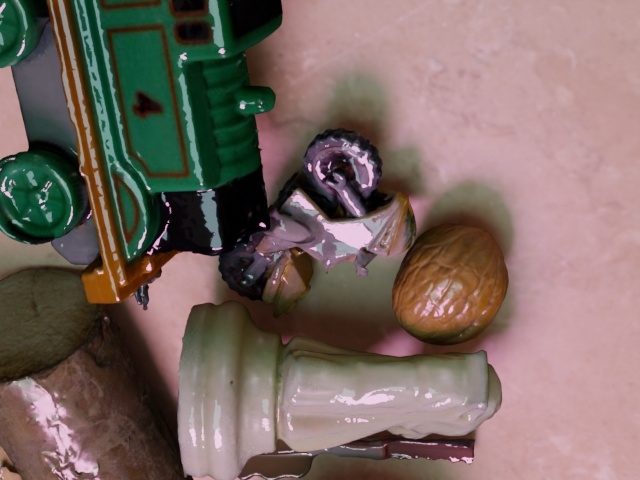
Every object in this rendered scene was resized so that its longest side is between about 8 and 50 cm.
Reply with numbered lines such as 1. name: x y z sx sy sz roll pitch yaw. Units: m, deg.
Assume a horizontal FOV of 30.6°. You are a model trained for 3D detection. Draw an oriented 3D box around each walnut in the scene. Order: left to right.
1. walnut: 0.116 0.041 1.072 0.105 0.105 0.124 39 112 -7

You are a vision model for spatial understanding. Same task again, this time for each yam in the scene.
1. yam: -0.247 0.186 1.194 0.168 0.168 0.304 -15 113 20

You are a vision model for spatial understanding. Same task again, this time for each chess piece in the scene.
1. chess piece: 0.020 0.145 1.101 0.298 0.176 0.176 2 117 4

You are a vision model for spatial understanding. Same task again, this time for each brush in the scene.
1. brush: 0.008 0.209 1.207 0.300 0.071 0.084 -1 130 9

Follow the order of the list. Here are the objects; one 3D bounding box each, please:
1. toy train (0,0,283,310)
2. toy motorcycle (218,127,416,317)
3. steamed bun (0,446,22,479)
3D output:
1. toy train: -0.149 -0.138 0.985 0.249 0.178 0.430 -1 112 20
2. toy motorcycle: 0.000 0.000 1.083 0.129 0.094 0.229 34 129 -10
3. steamed bun: -0.437 0.263 1.277 0.272 0.166 0.232 1 118 13
